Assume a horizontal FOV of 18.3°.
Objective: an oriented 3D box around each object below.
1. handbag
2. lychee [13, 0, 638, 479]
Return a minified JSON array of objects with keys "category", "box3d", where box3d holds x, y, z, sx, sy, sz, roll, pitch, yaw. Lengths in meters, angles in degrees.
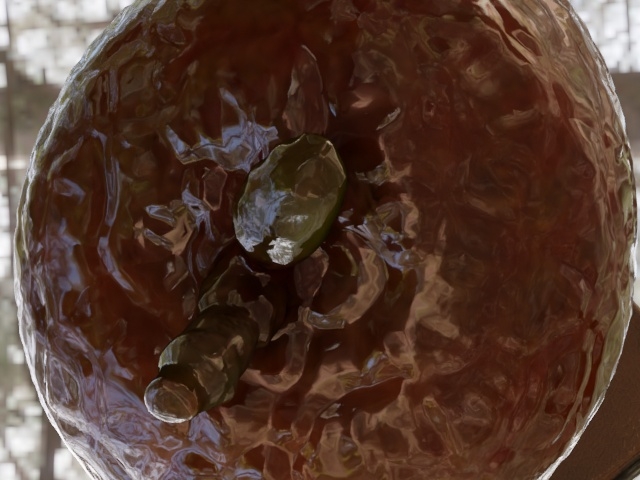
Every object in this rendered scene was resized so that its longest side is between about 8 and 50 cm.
[{"category":"handbag","box3d":[0.203,0.144,1.615,0.193,0.151,0.072,-32,-15,-19]},{"category":"lychee","box3d":[0.000,0.000,0.752,0.300,0.255,0.255,-2,-90,-63]}]
